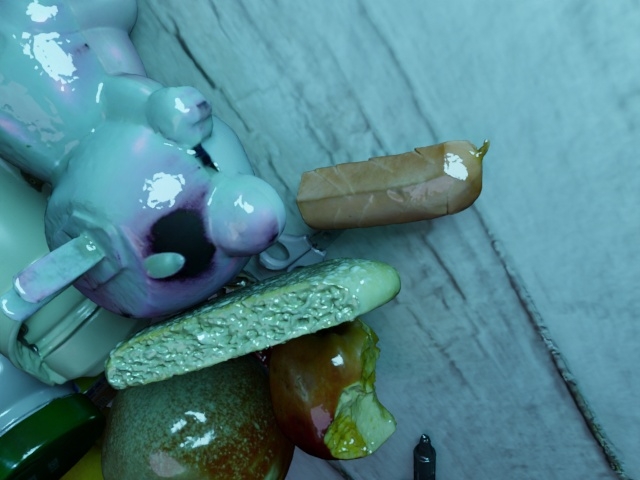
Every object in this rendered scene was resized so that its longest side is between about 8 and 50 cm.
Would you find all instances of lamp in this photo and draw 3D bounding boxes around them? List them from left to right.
[{"bbox_3d":[-0.191,-0.061,0.418,0.247,0.247,0.301,-28,105,41],"label":"lamp"}]

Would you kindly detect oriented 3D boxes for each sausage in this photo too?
[{"bbox_3d":[0.063,-0.046,0.414,0.169,0.065,0.065,-6,126,34],"label":"sausage"}]

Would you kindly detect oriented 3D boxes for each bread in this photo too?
[{"bbox_3d":[-0.060,0.070,0.485,0.286,0.207,0.056,-18,90,8],"label":"bread"}]

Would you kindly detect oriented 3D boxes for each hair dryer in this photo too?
[{"bbox_3d":[0.177,0.390,0.760,0.128,0.070,0.256,10,129,21],"label":"hair dryer"}]

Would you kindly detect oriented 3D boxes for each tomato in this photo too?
[{"bbox_3d":[-0.188,0.309,0.758,0.303,0.239,0.304,13,133,14],"label":"tomato"}]

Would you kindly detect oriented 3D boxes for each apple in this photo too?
[{"bbox_3d":[0.007,0.161,0.575,0.146,0.156,0.159,-9,104,31],"label":"apple"}]

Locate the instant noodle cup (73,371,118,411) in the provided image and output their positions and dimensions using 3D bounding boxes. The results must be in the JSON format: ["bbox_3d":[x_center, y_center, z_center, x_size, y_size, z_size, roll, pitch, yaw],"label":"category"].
[{"bbox_3d":[-0.493,0.271,0.940,0.152,0.205,0.205,35,138,6],"label":"instant noodle cup"}]

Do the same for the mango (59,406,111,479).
[{"bbox_3d":[-0.412,0.493,1.067,0.444,0.221,0.301,26,167,13],"label":"mango"}]

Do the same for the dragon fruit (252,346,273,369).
[{"bbox_3d":[-0.083,0.144,0.672,0.097,0.063,0.131,-18,119,40],"label":"dragon fruit"}]

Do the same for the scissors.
[{"bbox_3d":[0.000,0.000,0.528,0.100,0.015,0.189,41,135,-12],"label":"scissors"}]

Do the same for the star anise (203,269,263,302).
[{"bbox_3d":[-0.143,0.023,0.603,0.124,0.056,0.129,-22,114,14],"label":"star anise"}]

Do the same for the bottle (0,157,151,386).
[{"bbox_3d":[-0.367,0.052,0.639,0.229,0.229,0.352,-22,117,41],"label":"bottle"}]

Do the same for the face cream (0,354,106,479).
[{"bbox_3d":[-0.529,0.221,0.743,0.357,0.219,0.313,42,106,12],"label":"face cream"}]
